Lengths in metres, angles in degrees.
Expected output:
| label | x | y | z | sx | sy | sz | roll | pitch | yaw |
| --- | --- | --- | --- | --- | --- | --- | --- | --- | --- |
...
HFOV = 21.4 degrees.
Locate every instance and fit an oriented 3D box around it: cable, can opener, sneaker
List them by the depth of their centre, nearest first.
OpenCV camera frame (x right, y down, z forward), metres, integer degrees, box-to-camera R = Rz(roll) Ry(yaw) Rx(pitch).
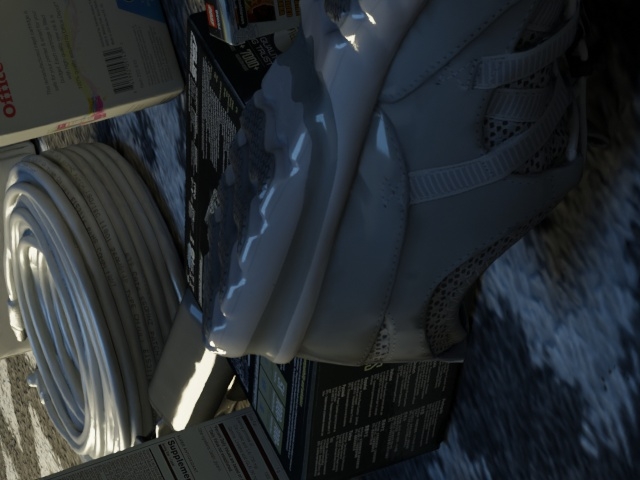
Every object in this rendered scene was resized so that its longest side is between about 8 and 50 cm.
| label | x | y | z | sx | sy | sz | roll | pitch | yaw |
| --- | --- | --- | --- | --- | --- | --- | --- | --- | --- |
| sneaker | 0.050 | -0.067 | 0.564 | 0.105 | 0.115 | 0.281 | -94 | 23 | -46 |
| can opener | -0.052 | 0.100 | 1.023 | 0.095 | 0.076 | 0.283 | 49 | 154 | 11 |
| cable | -0.158 | 0.057 | 1.239 | 0.257 | 0.089 | 0.257 | 54 | 152 | 42 |

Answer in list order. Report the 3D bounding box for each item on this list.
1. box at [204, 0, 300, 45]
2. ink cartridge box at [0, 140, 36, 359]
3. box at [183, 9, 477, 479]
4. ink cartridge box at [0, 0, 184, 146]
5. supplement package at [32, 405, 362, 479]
| label | x | y | z | sx | sy | sz | roll | pitch | yaw |
| --- | --- | --- | --- | --- | --- | --- | --- | --- | --- |
| box | -0.006 | -0.151 | 0.636 | 0.027 | 0.094 | 0.137 | -144 | 42 | -61 |
| ink cartridge box | -0.353 | -0.034 | 1.648 | 0.289 | 0.121 | 0.211 | -140 | 37 | -57 |
| box | 0.000 | 0.000 | 0.766 | 0.180 | 0.077 | 0.147 | 95 | 151 | -48 |
| ink cartridge box | -0.157 | -0.115 | 1.037 | 0.052 | 0.122 | 0.088 | 161 | 92 | -71 |
| supplement package | -0.074 | 0.221 | 0.964 | 0.194 | 0.203 | 0.149 | 98 | 149 | -51 |
